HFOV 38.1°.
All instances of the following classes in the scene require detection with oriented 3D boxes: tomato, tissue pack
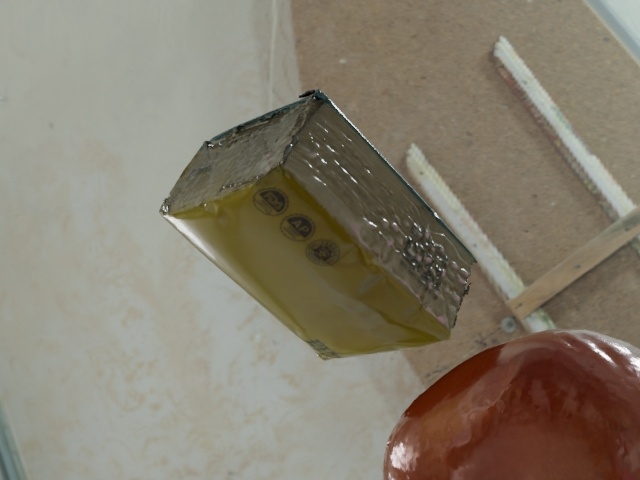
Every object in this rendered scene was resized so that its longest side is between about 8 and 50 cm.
[{"bbox_3d":[0.161,0.171,0.596,0.260,0.180,0.259,22,-40,20],"label":"tomato"},{"bbox_3d":[0.000,0.000,0.933,0.192,0.134,0.271,-18,-52,42],"label":"tissue pack"}]
